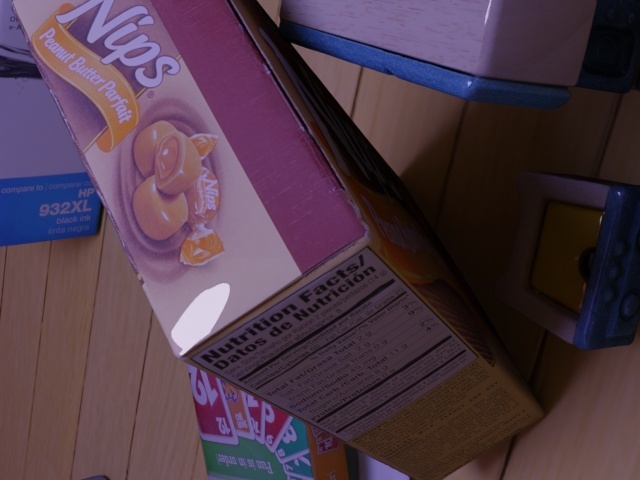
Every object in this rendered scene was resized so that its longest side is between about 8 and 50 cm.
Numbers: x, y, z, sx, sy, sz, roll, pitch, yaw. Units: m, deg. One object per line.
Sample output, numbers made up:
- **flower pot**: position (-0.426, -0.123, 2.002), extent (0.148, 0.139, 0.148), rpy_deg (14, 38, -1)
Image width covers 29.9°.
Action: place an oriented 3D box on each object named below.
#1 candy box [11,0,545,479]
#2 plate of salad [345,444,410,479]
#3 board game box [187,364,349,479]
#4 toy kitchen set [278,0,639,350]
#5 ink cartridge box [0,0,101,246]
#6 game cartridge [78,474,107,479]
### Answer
- **candy box**: position (0.000, 0.000, 0.578), extent (0.087, 0.316, 0.183), rpy_deg (-34, 62, 8)
- **plate of salad**: position (-0.003, 0.129, 0.806), extent (0.200, 0.048, 0.200), rpy_deg (15, 110, 48)
- **board game box**: position (-0.026, 0.174, 0.772), extent (0.124, 0.039, 0.259), rpy_deg (16, 123, 48)
- **toy kitchen set**: position (0.089, -0.027, 0.518), extent (0.122, 0.207, 0.166), rpy_deg (27, 110, 49)
- **ink cartridge box**: position (-0.277, -0.182, 1.054), extent (0.223, 0.129, 0.307), rpy_deg (41, 127, 42)
- **game cartridge**: position (-0.234, 0.363, 1.030), extent (0.062, 0.198, 0.297), rpy_deg (-46, 60, 46)
